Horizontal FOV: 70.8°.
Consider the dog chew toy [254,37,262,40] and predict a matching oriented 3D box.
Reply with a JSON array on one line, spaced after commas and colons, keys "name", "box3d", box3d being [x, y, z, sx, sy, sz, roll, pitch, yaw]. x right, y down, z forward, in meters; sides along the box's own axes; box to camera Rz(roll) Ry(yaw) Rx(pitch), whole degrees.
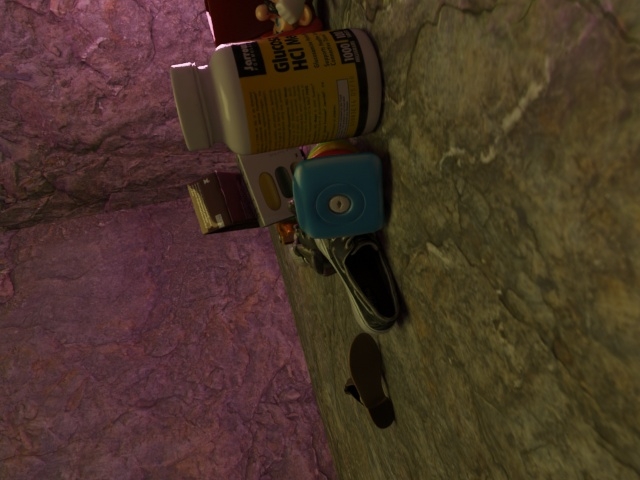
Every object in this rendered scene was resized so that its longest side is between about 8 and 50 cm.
[{"name": "dog chew toy", "box3d": [-0.161, -0.497, 1.367, 0.206, 0.207, 0.331, 125, 124, -76]}]

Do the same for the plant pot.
[{"name": "plant pot", "box3d": [-0.196, -0.700, 1.187, 0.267, 0.236, 0.267, 90, 164, -51]}]

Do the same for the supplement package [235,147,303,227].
[{"name": "supplement package", "box3d": [-0.151, -0.199, 1.533, 0.198, 0.199, 0.262, 175, 74, -79]}]

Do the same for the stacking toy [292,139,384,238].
[{"name": "stacking toy", "box3d": [0.031, -0.154, 0.930, 0.301, 0.166, 0.175, -92, -6, -52]}]

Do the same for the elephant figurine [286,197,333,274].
[{"name": "elephant figurine", "box3d": [0.000, 0.000, 1.115, 0.239, 0.186, 0.169, -179, 100, -88]}]

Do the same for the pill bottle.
[{"name": "pill bottle", "box3d": [-0.077, -0.254, 0.789, 0.188, 0.334, 0.187, 168, 90, -79]}]

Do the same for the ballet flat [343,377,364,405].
[{"name": "ballet flat", "box3d": [0.115, 0.451, 1.328, 0.250, 0.058, 0.084, 152, 105, -79]}]

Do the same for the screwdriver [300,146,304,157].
[{"name": "screwdriver", "box3d": [-0.063, -0.311, 1.503, 0.025, 0.024, 0.170, 46, 164, 9]}]

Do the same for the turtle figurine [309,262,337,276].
[{"name": "turtle figurine", "box3d": [-0.016, -0.010, 1.371, 0.175, 0.118, 0.234, -120, 15, -60]}]

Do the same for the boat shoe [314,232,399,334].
[{"name": "boat shoe", "box3d": [0.082, 0.025, 0.932, 0.335, 0.121, 0.119, 63, 158, 16]}]

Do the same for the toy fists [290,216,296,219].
[{"name": "toy fists", "box3d": [-0.136, -0.205, 1.827, 0.279, 0.096, 0.142, -120, 11, -54]}]

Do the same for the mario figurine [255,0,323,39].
[{"name": "mario figurine", "box3d": [-0.086, -0.547, 0.935, 0.198, 0.170, 0.320, -50, -34, -58]}]

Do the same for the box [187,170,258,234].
[{"name": "box", "box3d": [-0.301, -0.139, 1.670, 0.381, 0.143, 0.191, -12, -97, -69]}]

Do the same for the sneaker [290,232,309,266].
[{"name": "sneaker", "box3d": [-0.059, 0.055, 1.733, 0.232, 0.090, 0.115, 93, 158, -58]}]

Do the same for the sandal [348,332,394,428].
[{"name": "sandal", "box3d": [0.114, 0.348, 1.136, 0.079, 0.088, 0.240, 163, 90, -74]}]

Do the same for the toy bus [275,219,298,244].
[{"name": "toy bus", "box3d": [-0.150, -0.113, 1.961, 0.332, 0.108, 0.130, -117, 20, -56]}]
